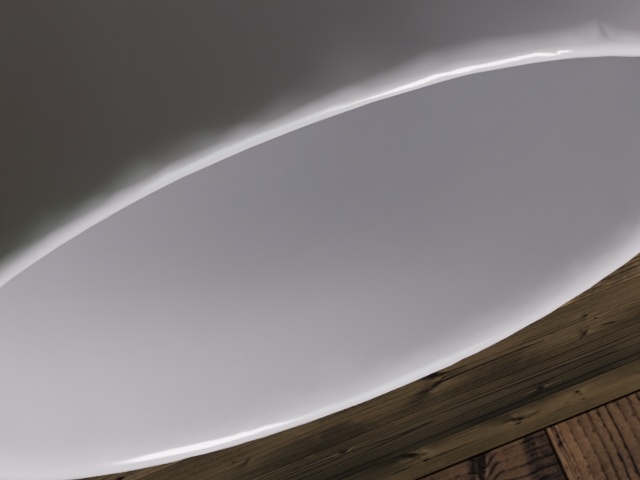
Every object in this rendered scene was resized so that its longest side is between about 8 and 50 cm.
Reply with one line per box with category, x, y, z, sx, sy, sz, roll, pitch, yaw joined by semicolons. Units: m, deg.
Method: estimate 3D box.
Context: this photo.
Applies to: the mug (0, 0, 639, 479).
mug;-0.009;-0.142;0.505;0.374;0.328;0.276;-23;160;2
